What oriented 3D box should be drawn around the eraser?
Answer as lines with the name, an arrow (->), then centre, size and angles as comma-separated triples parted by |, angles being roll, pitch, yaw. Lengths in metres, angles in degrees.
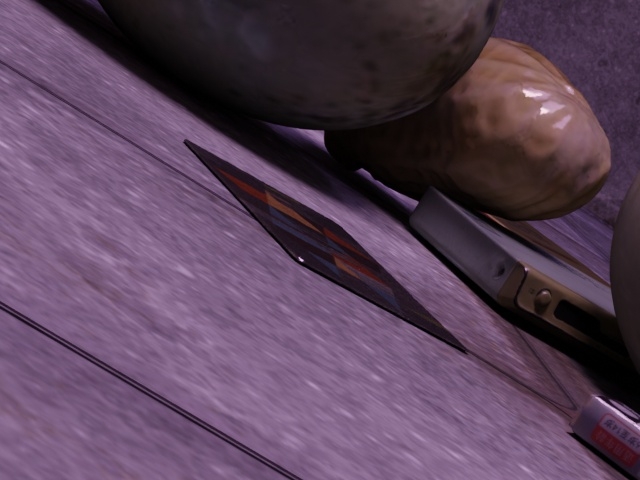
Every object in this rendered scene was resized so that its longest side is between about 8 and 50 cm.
eraser -> 0.202, 0.133, 1.135 | 0.122, 0.029, 0.052 | 37, 8, 25

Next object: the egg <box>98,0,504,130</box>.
egg -> -0.022, -0.271, 1.581 | 0.428, 0.345, 0.345 | 46, 13, 34

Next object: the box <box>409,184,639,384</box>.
box -> 0.210, 0.058, 1.599 | 0.270, 0.045, 0.211 | 29, 8, -30

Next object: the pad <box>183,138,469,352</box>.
pad -> 0.000, 0.000, 1.239 | 0.143, 0.003, 0.211 | 29, 8, -32

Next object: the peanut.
peanut -> 0.117, -0.100, 1.685 | 0.152, 0.152, 0.313 | 28, -11, -36

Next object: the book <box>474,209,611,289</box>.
book -> 0.193, -0.011, 2.053 | 0.161, 0.026, 0.231 | 25, 11, -44

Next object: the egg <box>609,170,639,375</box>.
egg -> 0.367, 0.056, 1.392 | 0.278, 0.278, 0.336 | 28, 13, -37
